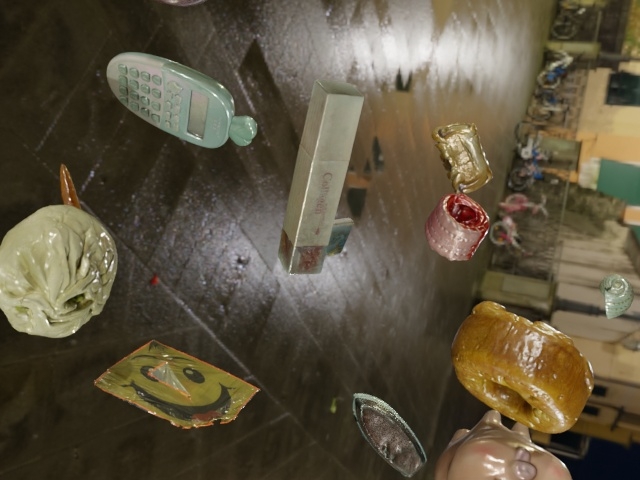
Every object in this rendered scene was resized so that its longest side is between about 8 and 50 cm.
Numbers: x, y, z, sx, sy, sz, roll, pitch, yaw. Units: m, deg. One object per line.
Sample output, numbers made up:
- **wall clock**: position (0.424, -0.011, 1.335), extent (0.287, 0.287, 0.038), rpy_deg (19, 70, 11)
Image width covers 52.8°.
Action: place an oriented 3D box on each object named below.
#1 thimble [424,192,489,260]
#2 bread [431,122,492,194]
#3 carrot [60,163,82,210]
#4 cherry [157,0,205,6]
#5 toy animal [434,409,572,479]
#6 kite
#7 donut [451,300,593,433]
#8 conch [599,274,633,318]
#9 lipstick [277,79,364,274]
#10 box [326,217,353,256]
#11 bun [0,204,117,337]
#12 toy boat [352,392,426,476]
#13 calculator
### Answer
- **thimble**: position (0.393, -0.037, 1.862), extent (0.189, 0.163, 0.125), rpy_deg (-77, -172, -51)
- **bread**: position (0.437, -0.259, 1.989), extent (0.081, 0.134, 0.225), rpy_deg (-18, 89, -77)
- **carrot**: position (-0.506, -0.052, 1.315), extent (0.048, 0.048, 0.216), rpy_deg (-1, 80, -69)
- **cherry**: position (-0.217, -0.412, 0.934), extent (0.176, 0.176, 0.140), rpy_deg (-41, 124, -59)
- **toy animal**: position (0.311, 0.446, 1.178), extent (0.326, 0.237, 0.269), rpy_deg (104, 1, -54)
- **kite**: position (-0.299, 0.295, 1.367), extent (0.377, 0.327, 0.013), rpy_deg (10, 107, -39)
- **donut**: position (0.304, 0.196, 0.987), extent (0.114, 0.226, 0.226), rpy_deg (-53, 150, -20)
- **conch**: position (0.543, 0.105, 1.179), extent (0.085, 0.057, 0.076), rpy_deg (48, 49, -43)
- **lipstick**: position (-0.006, -0.109, 1.208), extent (0.080, 0.076, 0.371), rpy_deg (-121, -142, -51)
- **box**: position (0.000, 0.000, 2.118), extent (0.285, 0.044, 0.142), rpy_deg (-10, 128, -52)
- **bun**: position (-0.432, 0.062, 1.072), extent (0.229, 0.145, 0.229), rpy_deg (-32, 143, -28)
- **toy boat**: position (0.095, 0.275, 0.931), extent (0.059, 0.140, 0.066), rpy_deg (-42, 175, -1)
- **calculator**: position (-0.255, -0.255, 1.198), extent (0.184, 0.295, 0.042), rpy_deg (118, -6, -59)
